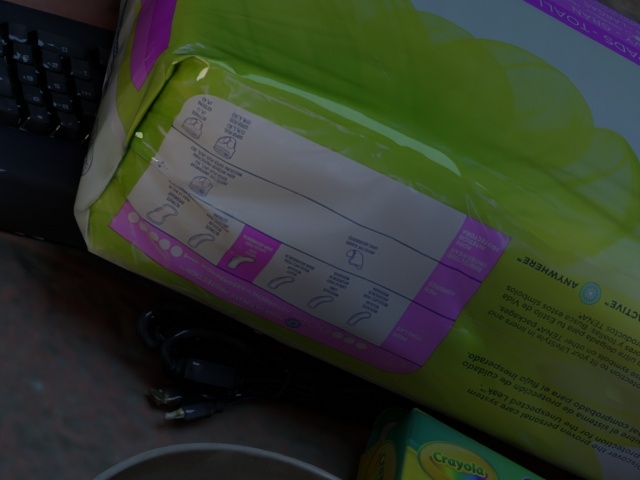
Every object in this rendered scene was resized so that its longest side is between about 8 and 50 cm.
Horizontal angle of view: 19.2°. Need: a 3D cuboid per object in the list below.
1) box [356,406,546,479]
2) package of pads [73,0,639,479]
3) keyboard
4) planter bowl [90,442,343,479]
[{"bbox_3d":[0.057,0.139,0.674,0.105,0.043,0.179,29,41,-15],"label":"box"},{"bbox_3d":[0.058,-0.032,0.757,0.297,0.101,0.229,25,33,-16],"label":"package of pads"},{"bbox_3d":[0.000,0.000,0.786,0.317,0.033,0.201,13,45,-31],"label":"keyboard"},{"bbox_3d":[-0.033,0.154,0.532,0.162,0.109,0.162,23,39,-21],"label":"planter bowl"}]
